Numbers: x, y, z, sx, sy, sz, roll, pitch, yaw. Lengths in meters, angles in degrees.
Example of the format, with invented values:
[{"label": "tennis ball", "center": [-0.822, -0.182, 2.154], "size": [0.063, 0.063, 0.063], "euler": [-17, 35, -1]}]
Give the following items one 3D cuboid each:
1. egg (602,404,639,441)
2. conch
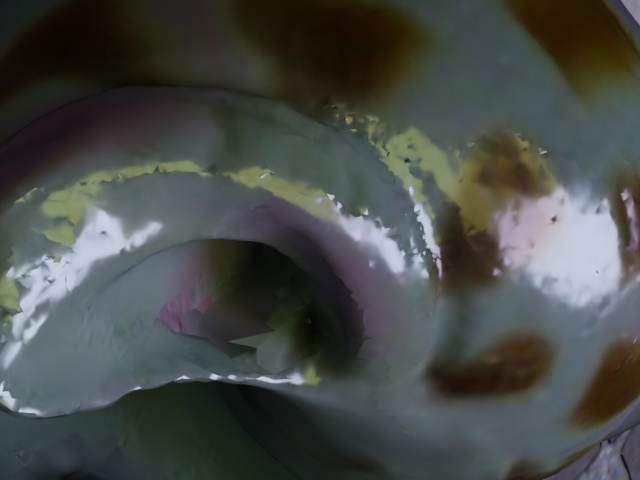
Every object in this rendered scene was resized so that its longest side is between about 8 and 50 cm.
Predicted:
[{"label": "egg", "center": [0.122, 0.035, 0.707], "size": [0.135, 0.103, 0.103], "euler": [-43, 130, -28]}, {"label": "conch", "center": [0.000, 0.000, 0.512], "size": [0.249, 0.197, 0.368], "euler": [-38, 145, 18]}]
